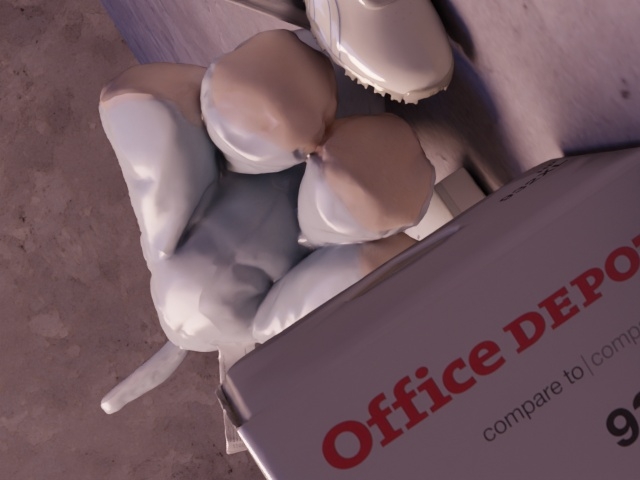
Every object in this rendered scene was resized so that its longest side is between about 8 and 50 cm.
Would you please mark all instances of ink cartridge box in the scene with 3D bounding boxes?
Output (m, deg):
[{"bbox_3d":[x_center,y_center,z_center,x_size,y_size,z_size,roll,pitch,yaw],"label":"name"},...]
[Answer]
[{"bbox_3d":[0.125,0.141,0.486,0.307,0.223,0.129,58,172,-5],"label":"ink cartridge box"}]

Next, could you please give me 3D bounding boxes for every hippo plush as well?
[{"bbox_3d":[-0.004,-0.027,0.732,0.234,0.236,0.294,13,118,19],"label":"hippo plush"}]

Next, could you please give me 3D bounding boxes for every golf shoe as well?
[{"bbox_3d":[0.018,-0.157,0.555,0.176,0.069,0.086,56,167,2],"label":"golf shoe"}]

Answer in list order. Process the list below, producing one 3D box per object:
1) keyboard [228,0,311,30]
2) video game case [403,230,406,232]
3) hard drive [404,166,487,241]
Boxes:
[{"bbox_3d":[-0.031,-0.162,0.611,0.072,0.014,0.256,58,-161,8],"label":"keyboard"},{"bbox_3d":[0.111,0.069,1.060,0.204,0.025,0.285,57,172,-5],"label":"video game case"},{"bbox_3d":[0.169,0.102,0.765,0.307,0.040,0.203,56,173,9],"label":"hard drive"}]
